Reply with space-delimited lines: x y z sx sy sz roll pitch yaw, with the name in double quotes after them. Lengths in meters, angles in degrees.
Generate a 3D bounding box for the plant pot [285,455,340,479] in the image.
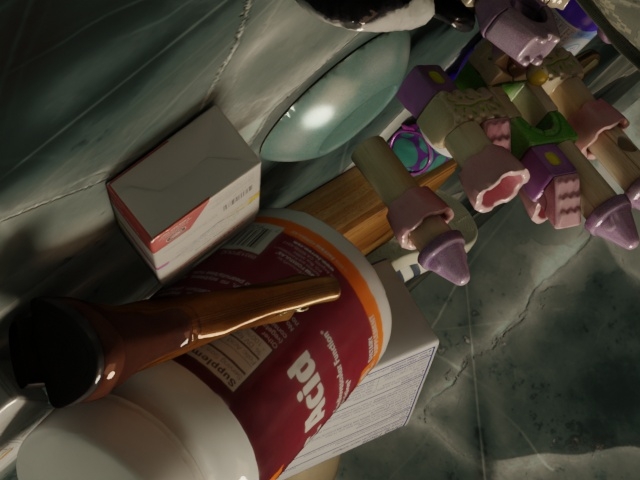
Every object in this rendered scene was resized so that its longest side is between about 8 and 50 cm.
-0.057 0.249 2.627 0.256 0.256 0.274 -33 153 -42 "plant pot"

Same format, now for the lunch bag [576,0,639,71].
0.283 -0.265 1.198 0.235 0.287 0.169 -38 172 -7 "lunch bag"

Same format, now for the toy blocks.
0.246 -0.095 1.678 0.289 0.260 0.309 -11 146 -42 "toy blocks"

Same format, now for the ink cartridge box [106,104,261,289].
-0.115 -0.031 1.405 0.115 0.067 0.198 -37 170 -11 "ink cartridge box"

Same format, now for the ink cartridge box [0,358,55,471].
-0.383 0.225 1.584 0.275 0.060 0.239 -40 172 -2 "ink cartridge box"

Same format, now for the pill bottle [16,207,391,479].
-0.113 0.154 1.658 0.392 0.224 0.224 -45 177 -43 "pill bottle"

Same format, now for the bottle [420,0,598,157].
0.226 -0.208 1.896 0.283 0.092 0.118 -46 170 34 "bottle"

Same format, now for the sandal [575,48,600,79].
0.285 -0.216 2.267 0.219 0.060 0.090 -28 169 14 "sandal"

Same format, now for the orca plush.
0.056 -0.210 1.131 0.287 0.151 0.102 -18 125 -62 "orca plush"

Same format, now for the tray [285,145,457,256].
0.000 0.000 2.057 0.411 0.076 0.203 -33 169 -44 "tray"

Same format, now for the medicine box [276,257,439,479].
-0.004 0.192 2.247 0.263 0.149 0.289 -22 155 -18 "medicine box"

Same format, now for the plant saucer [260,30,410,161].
0.026 -0.132 1.609 0.195 0.037 0.195 -39 172 -7 "plant saucer"

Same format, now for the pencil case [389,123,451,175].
0.153 -0.134 2.061 0.152 0.064 0.070 -30 129 -46 "pencil case"

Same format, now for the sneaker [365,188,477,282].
0.088 0.024 2.406 0.350 0.131 0.148 -17 156 -45 "sneaker"

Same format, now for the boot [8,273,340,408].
-0.113 0.081 1.422 0.280 0.096 0.264 -9 172 -20 "boot"
